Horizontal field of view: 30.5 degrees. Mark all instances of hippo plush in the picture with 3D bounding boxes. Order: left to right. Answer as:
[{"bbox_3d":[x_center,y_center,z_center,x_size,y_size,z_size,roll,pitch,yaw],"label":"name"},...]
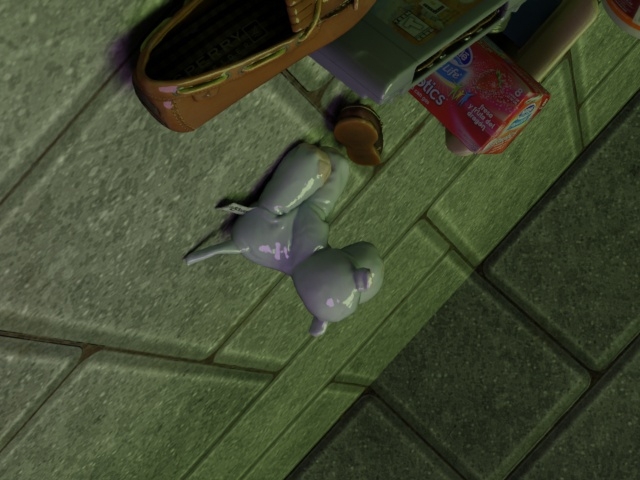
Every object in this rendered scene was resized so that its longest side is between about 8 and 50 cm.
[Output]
[{"bbox_3d":[0.000,0.000,1.850,0.234,0.236,0.294,-55,162,25],"label":"hippo plush"}]

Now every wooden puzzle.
[{"bbox_3d":[0.299,-0.323,1.931,0.322,0.080,0.348,-48,-165,20],"label":"wooden puzzle"}]

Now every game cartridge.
[{"bbox_3d":[0.104,-0.303,1.481,0.297,0.198,0.062,-39,162,-29],"label":"game cartridge"}]

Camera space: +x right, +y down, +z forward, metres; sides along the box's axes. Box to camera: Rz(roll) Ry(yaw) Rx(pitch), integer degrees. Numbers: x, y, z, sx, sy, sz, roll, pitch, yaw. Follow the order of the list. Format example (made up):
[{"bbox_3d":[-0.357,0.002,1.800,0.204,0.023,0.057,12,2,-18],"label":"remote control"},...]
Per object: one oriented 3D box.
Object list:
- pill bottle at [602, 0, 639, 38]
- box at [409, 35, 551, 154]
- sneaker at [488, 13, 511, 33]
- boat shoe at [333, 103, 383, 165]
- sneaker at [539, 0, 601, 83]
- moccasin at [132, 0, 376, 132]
[{"bbox_3d":[0.707,-0.587,2.274,0.224,0.224,0.392,-39,162,-25],"label":"pill bottle"},{"bbox_3d":[0.195,-0.252,1.718,0.122,0.257,0.128,-50,163,20],"label":"box"},{"bbox_3d":[0.254,-0.411,1.695,0.227,0.087,0.130,-73,174,-47],"label":"sneaker"},{"bbox_3d":[0.064,-0.185,1.900,0.207,0.073,0.073,67,29,-75],"label":"boat shoe"},{"bbox_3d":[0.392,-0.389,2.172,0.384,0.145,0.147,-57,-173,29],"label":"sneaker"},{"bbox_3d":[-0.051,-0.276,1.301,0.380,0.139,0.147,-34,170,-11],"label":"moccasin"}]
